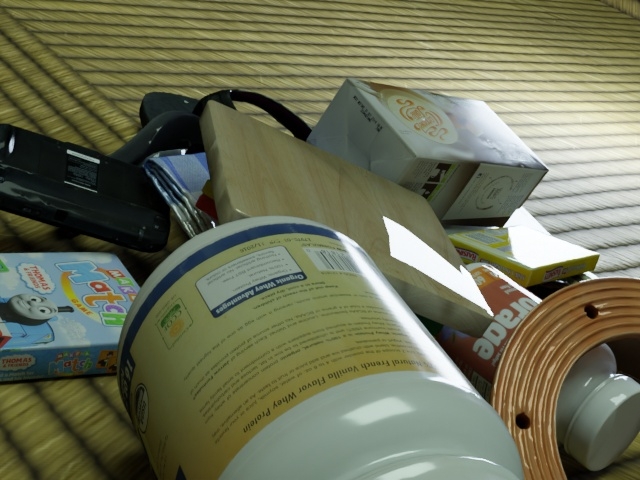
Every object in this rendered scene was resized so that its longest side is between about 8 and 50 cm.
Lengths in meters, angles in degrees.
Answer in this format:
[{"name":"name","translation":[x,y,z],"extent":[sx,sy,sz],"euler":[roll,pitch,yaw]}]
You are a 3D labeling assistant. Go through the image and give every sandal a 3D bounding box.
[{"name":"sandal","translation":[-0.200,-0.069,1.317],"extent":[0.054,0.097,0.254],"euler":[24,36,18]},{"name":"sandal","translation":[-0.049,-0.102,1.454],"extent":[0.445,0.107,0.167],"euler":[35,30,31]}]

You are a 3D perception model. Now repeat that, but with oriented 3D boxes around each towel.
[{"name":"towel","translation":[-0.035,0.008,1.198],"extent":[0.209,0.034,0.285],"euler":[-10,53,-50]}]

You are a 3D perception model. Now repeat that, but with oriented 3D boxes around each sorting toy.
[{"name":"sorting toy","translation":[0.000,0.000,1.089],"extent":[0.255,0.089,0.257],"euler":[23,21,-20]}]

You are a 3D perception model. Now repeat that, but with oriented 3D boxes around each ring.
[{"name":"ring","translation":[0.294,0.186,1.007],"extent":[0.336,0.032,0.337],"euler":[10,57,-16]}]

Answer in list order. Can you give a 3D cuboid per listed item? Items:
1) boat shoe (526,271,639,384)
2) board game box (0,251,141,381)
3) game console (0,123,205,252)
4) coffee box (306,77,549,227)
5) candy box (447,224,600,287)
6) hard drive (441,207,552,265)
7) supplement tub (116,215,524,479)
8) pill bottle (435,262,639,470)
[{"name":"boat shoe","translation":[0.314,0.107,1.287],"extent":[0.095,0.095,0.257],"euler":[2,17,-31]},{"name":"board game box","translation":[-0.257,0.065,1.054],"extent":[0.211,0.039,0.160],"euler":[0,29,-35]},{"name":"game console","translation":[-0.173,-0.039,1.205],"extent":[0.361,0.044,0.213],"euler":[18,36,-25]},{"name":"coffee box","translation":[0.126,-0.096,1.348],"extent":[0.246,0.098,0.141],"euler":[2,41,-45]},{"name":"candy box","translation":[0.227,0.015,1.310],"extent":[0.105,0.027,0.206],"euler":[26,17,29]},{"name":"hard drive","translation":[0.164,-0.011,1.408],"extent":[0.307,0.040,0.203],"euler":[-6,48,-51]},{"name":"supplement tub","translation":[0.000,0.148,0.821],"extent":[0.228,0.228,0.316],"euler":[4,27,-27]},{"name":"pill bottle","translation":[0.205,0.122,1.138],"extent":[0.121,0.121,0.216],"euler":[-9,35,-44]}]
